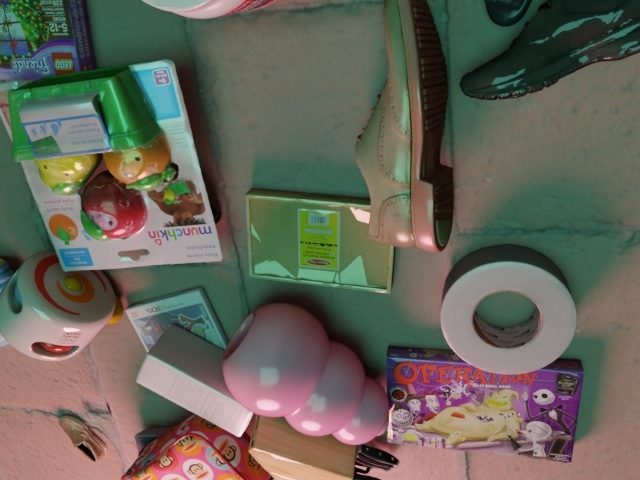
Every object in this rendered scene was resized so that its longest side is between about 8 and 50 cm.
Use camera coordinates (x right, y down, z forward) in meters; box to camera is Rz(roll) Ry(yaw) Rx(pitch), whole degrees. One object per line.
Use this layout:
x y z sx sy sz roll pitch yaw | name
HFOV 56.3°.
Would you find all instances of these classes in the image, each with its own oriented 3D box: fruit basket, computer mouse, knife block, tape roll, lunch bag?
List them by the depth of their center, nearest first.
0.283 -0.419 0.817 0.071 0.041 0.242 22 113 22 | computer mouse
-0.357 -0.104 1.003 0.327 0.165 0.353 -3 111 12 | fruit basket
0.317 0.119 1.024 0.219 0.072 0.219 5 114 12 | tape roll
0.018 0.420 1.170 0.242 0.088 0.276 -6 137 18 | knife block
-0.242 0.505 1.239 0.293 0.120 0.258 -37 98 26 | lunch bag

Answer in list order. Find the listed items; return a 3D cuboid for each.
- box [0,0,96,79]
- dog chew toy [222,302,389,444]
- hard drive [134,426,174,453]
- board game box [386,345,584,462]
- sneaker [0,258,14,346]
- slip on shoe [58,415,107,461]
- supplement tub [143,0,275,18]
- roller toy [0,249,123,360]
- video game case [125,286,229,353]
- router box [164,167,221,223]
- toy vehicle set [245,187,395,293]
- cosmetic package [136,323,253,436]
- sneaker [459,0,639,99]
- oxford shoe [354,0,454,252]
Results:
-0.538 -0.378 1.015 0.293 0.057 0.201 4 115 12 | box
-0.012 0.261 1.104 0.331 0.207 0.207 35 117 -12 | dog chew toy
-0.281 0.497 1.347 0.254 0.054 0.172 1 114 13 | hard drive
0.299 0.308 1.129 0.346 0.056 0.208 2 110 13 | board game box
-0.741 0.136 1.263 0.319 0.127 0.208 -21 103 18 | sneaker
-0.566 0.468 1.409 0.051 0.041 0.135 -38 101 25 | slip on shoe
-0.141 -0.399 0.790 0.191 0.272 0.191 5 115 11 | supplement tub
-0.505 0.122 1.156 0.209 0.191 0.146 43 115 -7 | roller toy
-0.284 0.204 1.234 0.183 0.023 0.201 -15 109 19 | video game case
-0.257 -0.060 1.101 0.092 0.038 0.122 -32 103 25 | router box
0.000 0.000 1.067 0.266 0.035 0.166 6 115 11 | toy vehicle set
-0.226 0.272 1.172 0.231 0.117 0.085 27 116 2 | cosmetic package
0.328 -0.286 0.836 0.286 0.109 0.130 -21 98 14 | sneaker
0.111 -0.176 0.902 0.146 0.140 0.397 2 102 29 | oxford shoe
